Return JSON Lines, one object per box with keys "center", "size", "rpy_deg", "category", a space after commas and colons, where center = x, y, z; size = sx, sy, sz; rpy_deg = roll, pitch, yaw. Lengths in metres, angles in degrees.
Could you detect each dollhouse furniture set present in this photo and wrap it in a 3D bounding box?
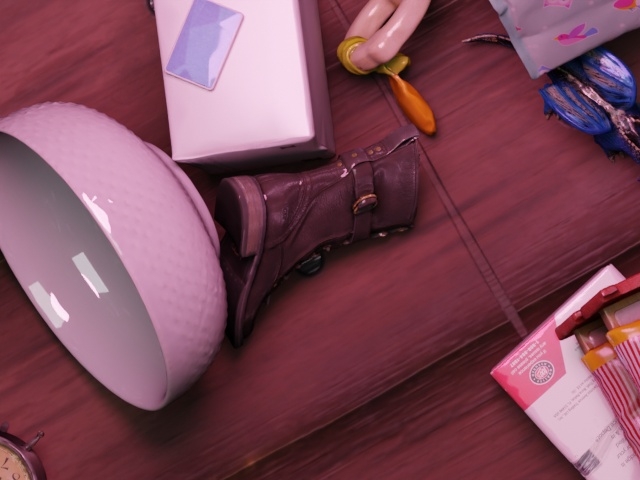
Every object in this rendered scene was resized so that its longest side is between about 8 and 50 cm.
{"center": [0.442, 0.081, 1.729], "size": [0.374, 0.152, 0.201], "rpy_deg": [-25, 79, -18], "category": "dollhouse furniture set"}

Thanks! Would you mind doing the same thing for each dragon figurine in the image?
{"center": [0.282, -0.153, 1.831], "size": [0.289, 0.144, 0.085], "rpy_deg": [42, 92, 6], "category": "dragon figurine"}

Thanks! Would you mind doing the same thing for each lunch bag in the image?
{"center": [0.263, -0.331, 1.802], "size": [0.223, 0.160, 0.262], "rpy_deg": [-23, 46, 14], "category": "lunch bag"}

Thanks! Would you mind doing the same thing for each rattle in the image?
{"center": [0.119, -0.241, 1.891], "size": [0.143, 0.130, 0.199], "rpy_deg": [32, 65, -5], "category": "rattle"}

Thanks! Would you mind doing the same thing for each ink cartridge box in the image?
{"center": [0.320, 0.168, 1.837], "size": [0.172, 0.100, 0.237], "rpy_deg": [-43, 84, 2], "category": "ink cartridge box"}

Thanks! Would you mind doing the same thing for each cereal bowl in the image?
{"center": [-0.207, -0.001, 1.806], "size": [0.141, 0.339, 0.339], "rpy_deg": [-34, 84, -26], "category": "cereal bowl"}

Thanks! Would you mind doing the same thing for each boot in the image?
{"center": [0.000, 0.000, 1.862], "size": [0.229, 0.263, 0.091], "rpy_deg": [-14, 53, -23], "category": "boot"}

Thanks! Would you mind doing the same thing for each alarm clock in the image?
{"center": [-0.370, 0.293, 1.920], "size": [0.129, 0.064, 0.192], "rpy_deg": [11, 87, 6], "category": "alarm clock"}

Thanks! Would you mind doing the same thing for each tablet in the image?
{"center": [-0.115, -0.195, 1.731], "size": [0.054, 0.006, 0.083], "rpy_deg": [23, 90, 8], "category": "tablet"}

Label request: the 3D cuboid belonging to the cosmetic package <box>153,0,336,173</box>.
{"center": [-0.088, -0.270, 1.840], "size": [0.156, 0.217, 0.385], "rpy_deg": [-6, 85, 7], "category": "cosmetic package"}
